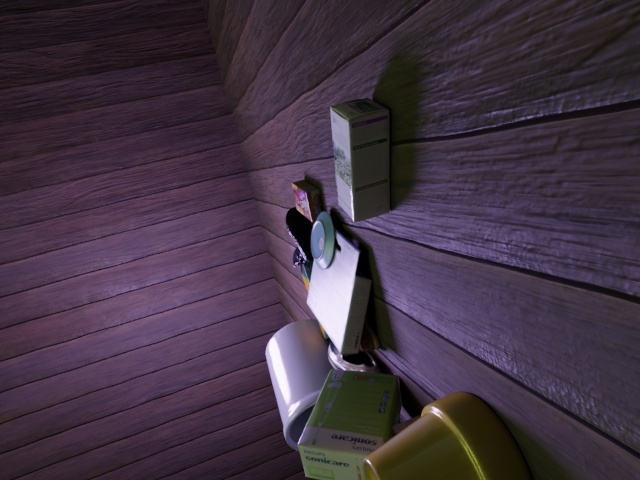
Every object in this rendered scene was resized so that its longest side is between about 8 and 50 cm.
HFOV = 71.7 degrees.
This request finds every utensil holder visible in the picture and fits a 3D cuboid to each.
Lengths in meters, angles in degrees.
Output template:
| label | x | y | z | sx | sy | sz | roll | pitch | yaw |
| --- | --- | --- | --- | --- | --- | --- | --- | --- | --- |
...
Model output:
| label | x | y | z | sx | sy | sz | roll | pitch | yaw |
| --- | --- | --- | --- | --- | --- | --- | --- | --- | --- |
| utensil holder | -0.029 | 0.548 | 1.714 | 0.386 | 0.327 | 0.328 | -121 | 20 | -51 |

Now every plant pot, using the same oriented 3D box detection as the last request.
| label | x | y | z | sx | sy | sz | roll | pitch | yaw |
| --- | --- | --- | --- | --- | --- | --- | --- | --- | --- |
| plant pot | 0.220 | 0.449 | 0.831 | 0.254 | 0.238 | 0.254 | 163 | 90 | -75 |

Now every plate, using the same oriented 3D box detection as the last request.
| label | x | y | z | sx | sy | sz | roll | pitch | yaw |
| --- | --- | --- | --- | --- | --- | --- | --- | --- | --- |
| plate | 0.000 | 0.000 | 1.414 | 0.188 | 0.024 | 0.189 | -177 | 90 | -69 |

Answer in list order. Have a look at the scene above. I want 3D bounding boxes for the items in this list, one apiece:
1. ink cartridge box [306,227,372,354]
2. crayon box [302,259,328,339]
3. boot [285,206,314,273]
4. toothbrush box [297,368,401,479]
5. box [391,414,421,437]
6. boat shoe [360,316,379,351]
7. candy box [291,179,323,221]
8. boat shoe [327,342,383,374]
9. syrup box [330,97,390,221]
| label | x | y | z | sx | sy | sz | roll | pitch | yaw |
| --- | --- | --- | --- | --- | --- | --- | --- | --- | --- |
| ink cartridge box | 0.056 | 0.127 | 1.385 | 0.324 | 0.071 | 0.331 | -133 | 49 | -61 |
| crayon box | 0.012 | 0.225 | 1.672 | 0.165 | 0.081 | 0.279 | 100 | 150 | -71 |
| boot | -0.084 | 0.012 | 1.798 | 0.247 | 0.094 | 0.207 | 64 | 160 | 12 |
| toothbrush box | 0.090 | 0.490 | 1.186 | 0.283 | 0.206 | 0.122 | -52 | -43 | -59 |
| box | 0.272 | 0.622 | 1.130 | 0.169 | 0.087 | 0.290 | -139 | 36 | -65 |
| boat shoe | 0.121 | 0.275 | 1.378 | 0.178 | 0.060 | 0.064 | -124 | 22 | -51 |
| candy box | -0.046 | -0.143 | 1.571 | 0.187 | 0.053 | 0.109 | -134 | 31 | -64 |
| boat shoe | 0.114 | 0.389 | 1.455 | 0.302 | 0.113 | 0.104 | 23 | 127 | 59 |
| syrup box | 0.087 | -0.169 | 0.942 | 0.093 | 0.096 | 0.237 | -127 | 26 | -51 |
